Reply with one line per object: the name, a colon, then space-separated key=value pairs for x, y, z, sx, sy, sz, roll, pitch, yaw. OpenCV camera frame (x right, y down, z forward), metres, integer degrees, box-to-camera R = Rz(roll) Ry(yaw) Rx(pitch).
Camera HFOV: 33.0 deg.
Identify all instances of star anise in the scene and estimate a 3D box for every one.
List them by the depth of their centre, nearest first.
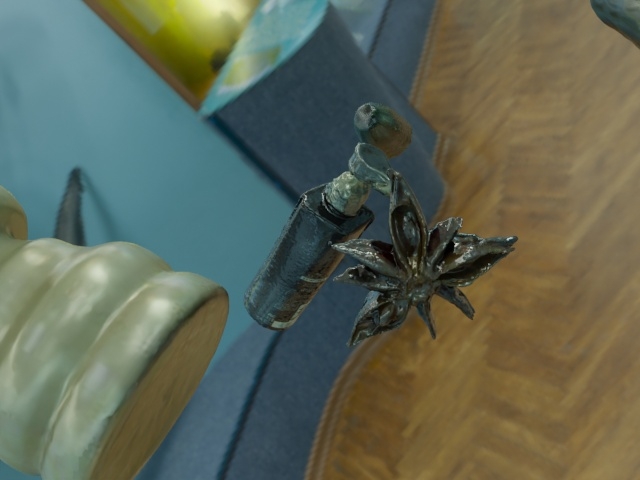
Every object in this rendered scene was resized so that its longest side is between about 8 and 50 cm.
star anise: x=0.055 y=0.027 z=0.737 sx=0.129 sy=0.124 sz=0.056 roll=-56 pitch=23 yaw=18

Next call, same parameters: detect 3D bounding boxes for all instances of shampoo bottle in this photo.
shampoo bottle: x=0.000 y=-0.001 z=0.926 sx=0.057 sy=0.063 sz=0.208 roll=-40 pitch=-11 yaw=-48

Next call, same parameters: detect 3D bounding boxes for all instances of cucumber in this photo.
cucumber: x=0.058 y=-0.111 z=1.074 sx=0.048 sy=0.048 sz=0.105 roll=-42 pitch=-16 yaw=11

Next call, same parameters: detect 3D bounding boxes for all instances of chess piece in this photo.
chess piece: x=-0.226 y=0.032 z=0.689 sx=0.167 sy=0.299 sz=0.167 roll=-59 pitch=-10 yaw=-17

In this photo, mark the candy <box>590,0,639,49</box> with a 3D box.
candy: x=0.302 y=-0.227 z=0.760 sx=0.234 sy=0.102 sz=0.104 roll=-51 pitch=32 yaw=15
